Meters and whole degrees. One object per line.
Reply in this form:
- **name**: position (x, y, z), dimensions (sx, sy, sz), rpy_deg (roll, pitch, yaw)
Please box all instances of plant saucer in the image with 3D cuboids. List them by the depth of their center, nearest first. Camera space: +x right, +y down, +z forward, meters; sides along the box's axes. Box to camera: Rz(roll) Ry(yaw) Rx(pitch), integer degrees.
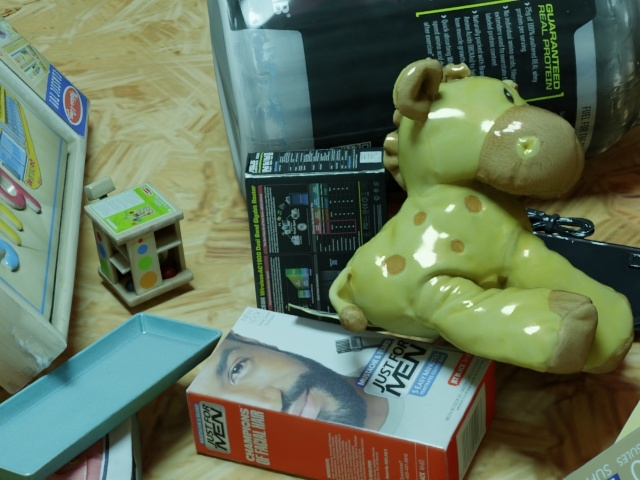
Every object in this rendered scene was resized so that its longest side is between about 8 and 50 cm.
- **plant saucer**: position (-0.136, 0.093, 0.974), dimensions (0.067, 0.018, 0.192), rpy_deg (11, 26, 29)

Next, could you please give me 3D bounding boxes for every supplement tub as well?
- **supplement tub**: position (0.093, -0.146, 1.216), dimensions (0.338, 0.207, 0.207), rpy_deg (-9, 35, -6)

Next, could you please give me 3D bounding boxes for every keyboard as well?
- **keyboard**: position (0.150, 0.017, 1.138), dimensions (0.180, 0.023, 0.108), rpy_deg (10, 44, 20)

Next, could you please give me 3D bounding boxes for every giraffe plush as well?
- **giraffe plush**: position (0.098, -0.021, 1.009), dimensions (0.210, 0.170, 0.181), rpy_deg (11, 2, 3)

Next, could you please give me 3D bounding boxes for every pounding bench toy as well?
- **pounding bench toy**: position (-0.134, -0.002, 1.159), dimensions (0.052, 0.065, 0.083), rpy_deg (-24, 39, -24)

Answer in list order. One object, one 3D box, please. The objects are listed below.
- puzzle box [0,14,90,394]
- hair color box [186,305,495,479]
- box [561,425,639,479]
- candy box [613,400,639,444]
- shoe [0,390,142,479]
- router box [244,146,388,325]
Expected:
- **puzzle box**: position (-0.271, -0.095, 1.112), dimensions (0.052, 0.272, 0.409), rpy_deg (-39, 24, 13)
- **hair color box**: position (0.014, 0.099, 1.006), dimensions (0.167, 0.053, 0.093), rpy_deg (9, 37, 21)
- **box**: position (0.159, 0.202, 0.723), dimensions (0.136, 0.036, 0.225), rpy_deg (-39, 55, 23)
- **candy box**: position (0.256, 0.188, 0.732), dimensions (0.316, 0.183, 0.087), rpy_deg (32, 4, 42)
- **shoe**: position (-0.145, 0.151, 0.946), dimensions (0.081, 0.063, 0.178), rpy_deg (-8, 29, -2)
- **router box**: position (0.000, 0.000, 1.090), dimensions (0.092, 0.122, 0.038), rpy_deg (-2, 30, 2)
